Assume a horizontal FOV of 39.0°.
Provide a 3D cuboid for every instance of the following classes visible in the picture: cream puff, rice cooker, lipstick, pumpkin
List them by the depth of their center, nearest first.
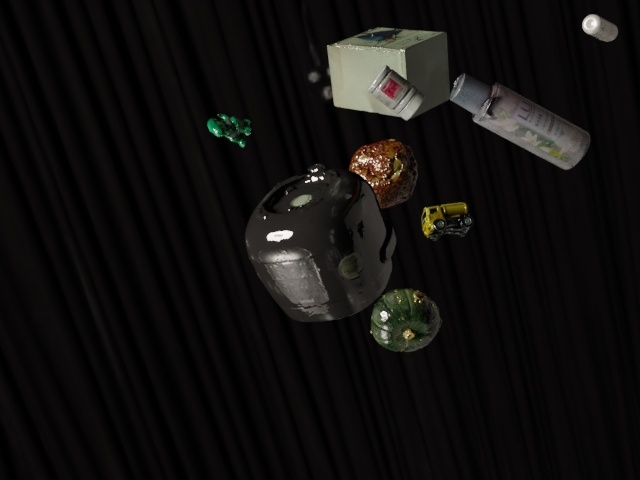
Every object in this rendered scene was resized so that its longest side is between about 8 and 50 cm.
[{"bbox_3d":[0.000,0.000,1.650,0.267,0.224,0.267,-21,25,10],"label":"rice cooker"},{"bbox_3d":[0.557,-0.422,1.799,0.040,0.040,0.141,-6,1,32],"label":"lipstick"},{"bbox_3d":[0.121,-0.136,1.804,0.149,0.149,0.084,-7,-3,30],"label":"cream puff"},{"bbox_3d":[0.228,0.214,2.421,0.190,0.190,0.146,-20,31,-18],"label":"pumpkin"}]

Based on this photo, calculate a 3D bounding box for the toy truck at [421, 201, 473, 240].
[{"bbox_3d":[0.216,-0.035,1.570,0.083,0.054,0.049,-8,-23,-11],"label":"toy truck"}]

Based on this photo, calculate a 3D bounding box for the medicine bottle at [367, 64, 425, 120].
[{"bbox_3d":[0.135,-0.262,1.605,0.058,0.091,0.058,-53,6,8],"label":"medicine bottle"}]

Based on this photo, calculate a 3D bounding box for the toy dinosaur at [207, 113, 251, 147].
[{"bbox_3d":[-0.209,-0.257,2.035,0.096,0.059,0.132,19,23,-21],"label":"toy dinosaur"}]

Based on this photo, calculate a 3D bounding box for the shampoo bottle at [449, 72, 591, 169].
[{"bbox_3d":[0.288,-0.176,1.316,0.214,0.072,0.072,25,7,-13],"label":"shampoo bottle"}]

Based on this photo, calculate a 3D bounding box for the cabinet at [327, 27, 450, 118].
[{"bbox_3d":[0.143,-0.360,1.901,0.206,0.150,0.145,16,34,40],"label":"cabinet"}]
